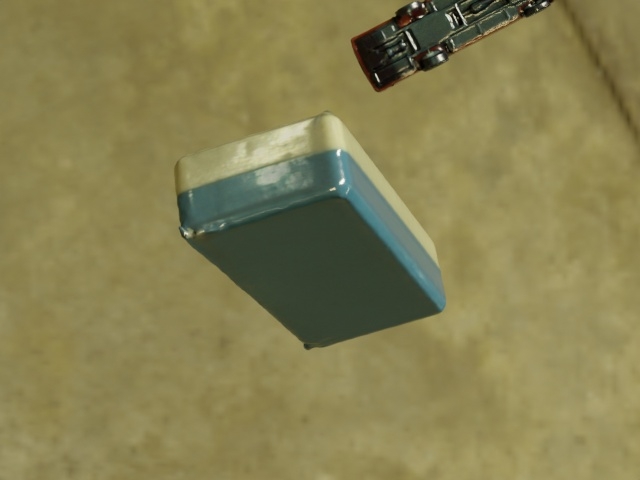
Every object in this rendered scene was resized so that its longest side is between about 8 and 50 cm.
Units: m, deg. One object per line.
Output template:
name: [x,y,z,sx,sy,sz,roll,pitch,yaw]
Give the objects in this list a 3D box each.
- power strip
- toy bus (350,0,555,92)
power strip: [0.000,0.000,0.644,0.123,0.056,0.032,48,29,-61]
toy bus: [0.068,-0.102,0.875,0.031,0.110,0.043,64,6,1]
